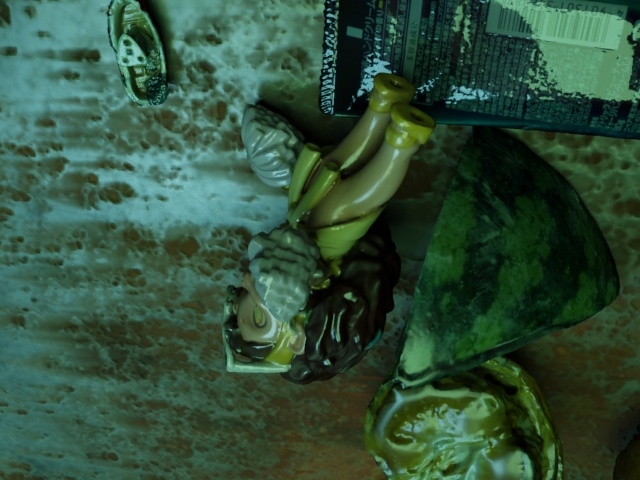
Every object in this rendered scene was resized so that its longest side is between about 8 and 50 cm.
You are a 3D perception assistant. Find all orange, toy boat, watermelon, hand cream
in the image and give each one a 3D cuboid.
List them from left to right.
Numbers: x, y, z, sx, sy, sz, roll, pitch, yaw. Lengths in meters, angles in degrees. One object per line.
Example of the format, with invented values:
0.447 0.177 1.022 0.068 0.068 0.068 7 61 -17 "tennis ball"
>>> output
-0.125 -0.129 0.516 0.038 0.038 0.083 -3 124 11 "toy boat"
0.117 0.157 0.625 0.160 0.112 0.169 15 102 12 "orange"
0.116 0.052 0.534 0.136 0.207 0.202 28 145 22 "watermelon"
0.131 -0.116 0.476 0.271 0.061 0.120 9 123 9 "hand cream"

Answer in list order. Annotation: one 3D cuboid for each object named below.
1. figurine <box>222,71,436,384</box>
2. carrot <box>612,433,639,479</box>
0.000 0.001 0.520 0.116 0.174 0.240 3 132 -12 "figurine"
0.337 0.177 0.587 0.225 0.159 0.159 -18 119 32 "carrot"
